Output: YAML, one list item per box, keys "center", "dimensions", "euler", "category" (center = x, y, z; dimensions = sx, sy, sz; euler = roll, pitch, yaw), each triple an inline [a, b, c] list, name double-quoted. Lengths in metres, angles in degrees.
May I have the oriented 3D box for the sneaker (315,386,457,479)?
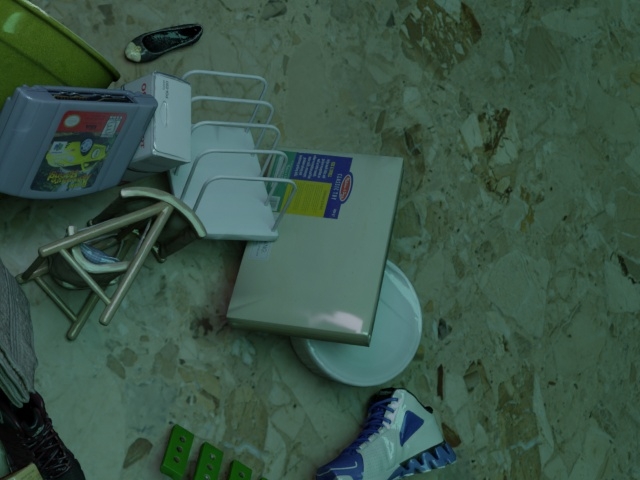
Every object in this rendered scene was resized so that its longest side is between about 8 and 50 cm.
- center: [0.117, 0.392, 2.003]
  dimensions: [0.315, 0.127, 0.182]
  euler: [-8, 78, -34]
  category: "sneaker"

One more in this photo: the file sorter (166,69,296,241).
- center: [-0.175, -0.161, 1.896]
  dimensions: [0.192, 0.173, 0.278]
  euler: [1, 53, -25]
  category: "file sorter"

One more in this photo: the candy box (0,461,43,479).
- center: [-0.485, 0.547, 1.632]
  dimensions: [0.182, 0.087, 0.316]
  euler: [-26, 91, 9]
  category: "candy box"

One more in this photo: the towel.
- center: [-0.522, 0.121, 1.641]
  dimensions: [0.049, 0.187, 0.282]
  euler: [-20, 43, -4]
  category: "towel"

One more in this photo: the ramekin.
- center: [0.059, 0.163, 2.015]
  dimensions: [0.272, 0.127, 0.273]
  euler: [6, 76, -24]
  category: "ramekin"

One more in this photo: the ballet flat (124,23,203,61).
- center: [-0.314, -0.402, 2.008]
  dimensions: [0.173, 0.049, 0.057]
  euler: [-28, 90, -29]
  category: "ballet flat"

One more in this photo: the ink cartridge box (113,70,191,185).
- center: [-0.338, -0.201, 1.847]
  dimensions: [0.092, 0.217, 0.159]
  euler: [11, 72, -45]
  category: "ink cartridge box"

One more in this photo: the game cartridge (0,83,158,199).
- center: [-0.410, -0.158, 1.646]
  dimensions: [0.060, 0.196, 0.294]
  euler: [46, 27, 22]
  category: "game cartridge"

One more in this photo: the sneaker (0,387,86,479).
- center: [-0.476, 0.347, 1.687]
  dimensions: [0.106, 0.162, 0.281]
  euler: [-37, 95, -28]
  category: "sneaker"

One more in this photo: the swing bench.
- center: [-0.369, 0.024, 1.765]
  dimensions: [0.165, 0.253, 0.254]
  euler: [50, 62, -8]
  category: "swing bench"

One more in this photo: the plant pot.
- center: [-0.585, -0.229, 1.673]
  dimensions: [0.366, 0.366, 0.353]
  euler: [33, 84, -16]
  category: "plant pot"

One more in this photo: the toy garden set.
- center: [-0.195, 0.474, 1.820]
  dimensions: [0.244, 0.049, 0.204]
  euler: [36, 29, -16]
  category: "toy garden set"

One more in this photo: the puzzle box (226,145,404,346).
- center: [0.000, 0.000, 1.943]
  dimensions: [0.272, 0.052, 0.409]
  euler: [7, 58, 13]
  category: "puzzle box"
